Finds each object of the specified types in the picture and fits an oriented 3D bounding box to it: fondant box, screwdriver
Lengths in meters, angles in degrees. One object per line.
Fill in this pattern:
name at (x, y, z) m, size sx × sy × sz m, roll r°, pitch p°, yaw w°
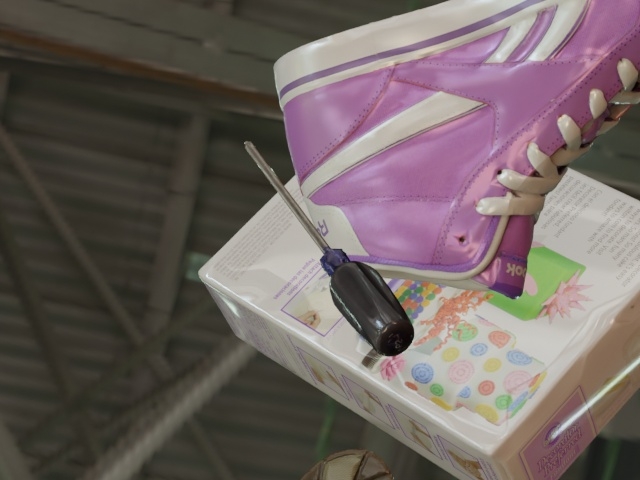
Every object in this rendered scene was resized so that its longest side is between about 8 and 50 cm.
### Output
fondant box at (0.101, 0.035, 1.474) m, size 0.238 × 0.330 × 0.096 m, roll -45°, pitch -43°, yaw -18°
screwdriver at (0.000, 0.000, 0.848) m, size 0.024 × 0.170 × 0.025 m, roll -41°, pitch -53°, yaw 3°

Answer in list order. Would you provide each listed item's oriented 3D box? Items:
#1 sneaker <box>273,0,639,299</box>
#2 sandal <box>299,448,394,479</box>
sneaker at (0.123, -0.057, 0.984) m, size 0.102 × 0.282 × 0.161 m, roll 19°, pitch -125°, yaw -64°
sandal at (0.029, 0.254, 1.315) m, size 0.090 × 0.219 × 0.060 m, roll -15°, pitch -26°, yaw -1°
